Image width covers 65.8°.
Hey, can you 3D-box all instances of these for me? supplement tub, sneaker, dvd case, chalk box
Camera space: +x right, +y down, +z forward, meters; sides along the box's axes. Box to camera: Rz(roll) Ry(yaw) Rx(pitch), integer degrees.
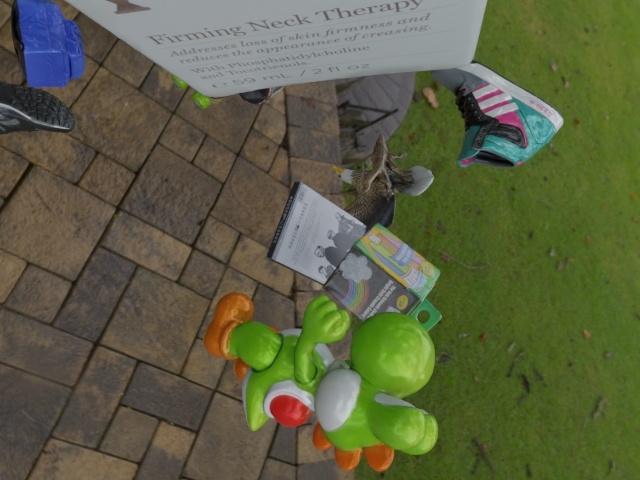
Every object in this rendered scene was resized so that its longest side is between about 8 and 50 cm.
[{"bbox_3d":[-0.152,-0.447,1.360,0.106,0.106,0.198,50,30,-14],"label":"supplement tub"},{"bbox_3d":[0.321,-0.247,1.030,0.295,0.124,0.178,35,91,15],"label":"sneaker"},{"bbox_3d":[0.000,0.000,1.110,0.238,0.029,0.179,30,74,-40],"label":"dvd case"},{"bbox_3d":[-0.765,-0.314,1.225,0.283,0.124,0.107,14,50,-29],"label":"sneaker"},{"bbox_3d":[0.140,0.092,0.972,0.213,0.132,0.132,40,35,8],"label":"chalk box"}]

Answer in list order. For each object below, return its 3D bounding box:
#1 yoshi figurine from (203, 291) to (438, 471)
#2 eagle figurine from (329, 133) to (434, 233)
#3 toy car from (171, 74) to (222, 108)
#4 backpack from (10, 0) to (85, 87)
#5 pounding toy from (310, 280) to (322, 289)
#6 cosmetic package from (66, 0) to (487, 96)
[{"bbox_3d":[0.014,0.160,0.697,0.203,0.362,0.203,-13,109,-46],"label":"yoshi figurine"},{"bbox_3d":[0.121,-0.123,1.277,0.226,0.298,0.225,-24,64,-25],"label":"eagle figurine"},{"bbox_3d":[-0.340,-0.464,1.477,0.149,0.188,0.155,44,78,-6],"label":"toy car"},{"bbox_3d":[-0.441,-0.321,0.800,0.101,0.098,0.120,-11,72,-35],"label":"backpack"},{"bbox_3d":[0.070,0.040,1.462,0.269,0.154,0.155,-38,72,-5],"label":"pounding toy"},{"bbox_3d":[-0.038,-0.345,0.397,0.393,0.329,0.327,4,83,-77],"label":"cosmetic package"}]
